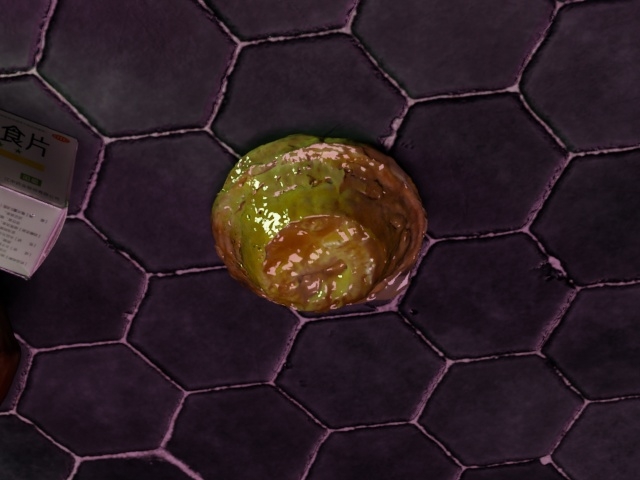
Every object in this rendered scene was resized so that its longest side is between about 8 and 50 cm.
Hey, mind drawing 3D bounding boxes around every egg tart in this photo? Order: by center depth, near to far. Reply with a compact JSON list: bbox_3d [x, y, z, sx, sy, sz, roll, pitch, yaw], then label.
[{"bbox_3d":[-0.001,-0.003,2.076,0.341,0.129,0.341,-2,127,-2],"label":"egg tart"}]

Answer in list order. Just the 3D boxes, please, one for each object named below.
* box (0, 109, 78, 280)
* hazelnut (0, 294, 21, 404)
[{"bbox_3d":[-0.515,-0.099,1.957,0.333,0.173,0.145,21,123,-17],"label":"box"},{"bbox_3d":[-0.644,0.162,2.026,0.353,0.421,0.421,31,131,23],"label":"hazelnut"}]
